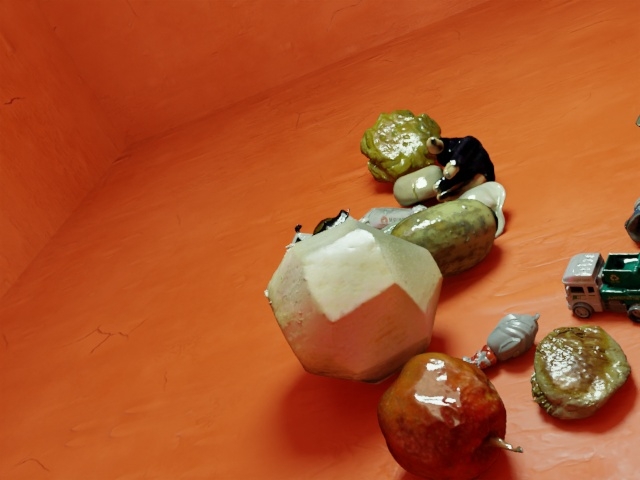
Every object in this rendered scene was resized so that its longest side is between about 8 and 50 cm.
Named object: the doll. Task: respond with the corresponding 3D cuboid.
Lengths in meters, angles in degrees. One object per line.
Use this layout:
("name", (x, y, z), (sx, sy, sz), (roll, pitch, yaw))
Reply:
("doll", (0.344, 0.196, 1.316), (0.180, 0.079, 0.094), (-37, 2, 10))

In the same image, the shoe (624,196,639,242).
("shoe", (0.687, -0.030, 1.351), (0.125, 0.099, 0.227), (-29, 21, -20))

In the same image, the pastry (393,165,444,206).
("pastry", (0.275, -0.149, 1.901), (0.156, 0.092, 0.156), (-25, 1, 1))

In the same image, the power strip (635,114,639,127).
("power strip", (0.908, -0.300, 1.632), (0.251, 0.092, 0.257), (11, 45, 39))

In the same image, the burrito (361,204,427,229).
("burrito", (0.207, -0.064, 1.895), (0.203, 0.064, 0.064), (-3, 36, 41))

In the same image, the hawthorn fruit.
("hawthorn fruit", (0.224, 0.301, 1.121), (0.207, 0.207, 0.243), (-41, 35, -24))

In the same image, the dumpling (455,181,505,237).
("dumpling", (0.388, -0.060, 1.688), (0.169, 0.100, 0.134), (-26, 55, -14))

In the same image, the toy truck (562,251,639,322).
("toy truck", (0.559, 0.073, 1.276), (0.216, 0.116, 0.110), (-1, 37, 41))

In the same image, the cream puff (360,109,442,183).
("cream puff", (0.243, -0.277, 2.076), (0.244, 0.196, 0.244), (9, 51, -12))

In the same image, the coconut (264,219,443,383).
("coconut", (0.081, 0.118, 1.405), (0.352, 0.353, 0.353), (-21, 28, 12))

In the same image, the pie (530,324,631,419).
("pie", (0.440, 0.218, 1.183), (0.163, 0.079, 0.193), (-10, 33, 23))

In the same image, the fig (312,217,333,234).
("fig", (0.030, -0.017, 1.970), (0.084, 0.082, 0.098), (-30, 64, -36))

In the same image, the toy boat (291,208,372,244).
("toy boat", (0.008, 0.003, 1.864), (0.269, 0.141, 0.141), (-20, 27, -4))

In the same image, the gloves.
("gloves", (0.351, -0.194, 1.773), (0.152, 0.197, 0.301), (-41, 0, 37))

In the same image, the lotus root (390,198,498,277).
("lotus root", (0.260, 0.006, 1.573), (0.309, 0.173, 0.173), (-20, 26, -10))

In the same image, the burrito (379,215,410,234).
("burrito", (0.140, 0.022, 1.798), (0.309, 0.066, 0.096), (-30, 32, -4))
